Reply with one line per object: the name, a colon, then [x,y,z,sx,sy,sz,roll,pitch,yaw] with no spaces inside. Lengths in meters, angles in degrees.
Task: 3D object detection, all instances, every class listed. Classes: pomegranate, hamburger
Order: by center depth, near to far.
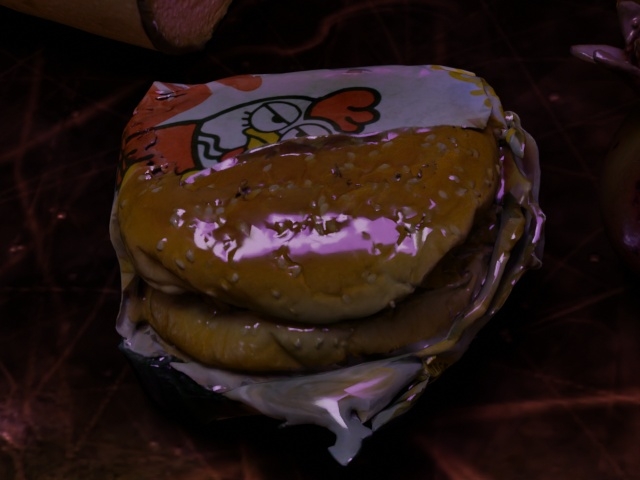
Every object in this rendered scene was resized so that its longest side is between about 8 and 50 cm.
pomegranate: [0.186,-0.037,0.757,0.129,0.159,0.129,-22,52,31]
hamburger: [0.000,0.003,0.764,0.214,0.125,0.235,-5,37,16]

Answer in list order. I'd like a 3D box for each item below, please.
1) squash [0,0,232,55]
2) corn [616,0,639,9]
squash: [-0.174,-0.201,0.952,0.247,0.132,0.132,17,56,22]
corn: [0.293,-0.137,0.861,0.260,0.091,0.091,5,62,18]
